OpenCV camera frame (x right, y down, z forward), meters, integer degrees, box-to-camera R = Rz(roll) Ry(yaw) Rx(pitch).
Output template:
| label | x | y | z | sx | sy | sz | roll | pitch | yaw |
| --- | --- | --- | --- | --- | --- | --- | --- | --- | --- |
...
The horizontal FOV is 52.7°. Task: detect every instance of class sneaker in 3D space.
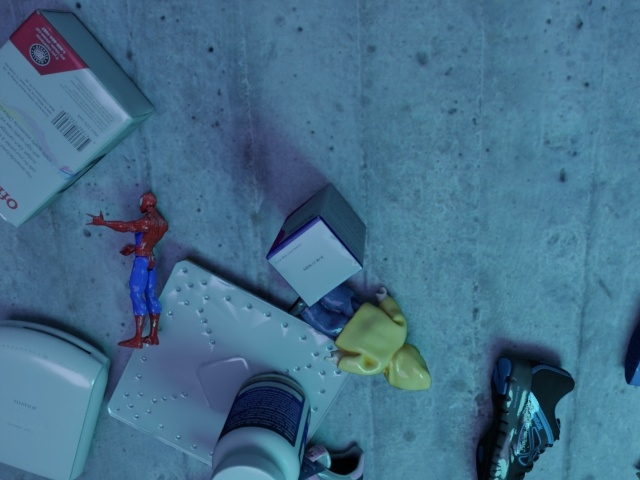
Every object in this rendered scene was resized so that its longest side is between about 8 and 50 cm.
| label | x | y | z | sx | sy | sz | roll | pitch | yaw |
| --- | --- | --- | --- | --- | --- | --- | --- | --- | --- |
| sneaker | 0.384 | 0.385 | 1.226 | 0.140 | 0.125 | 0.340 | 7 | 111 | -1 |
| sneaker | -0.050 | 0.455 | 1.255 | 0.319 | 0.112 | 0.131 | 10 | 102 | -37 |
| sneaker | 0.620 | 0.164 | 1.148 | 0.091 | 0.081 | 0.232 | 15 | 108 | 8 |

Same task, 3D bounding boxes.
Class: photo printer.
| label | x | y | z | sx | sy | sz | roll | pitch | yaw |
| --- | --- | --- | --- | --- | --- | --- | --- | --- | --- |
| photo printer | -0.572 | 0.316 | 1.309 | 0.256 | 0.107 | 0.307 | 20 | 109 | -1 |

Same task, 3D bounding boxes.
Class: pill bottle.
| label | x | y | z | sx | sy | sz | roll | pitch | yaw |
| --- | --- | --- | --- | --- | --- | --- | --- | --- | --- |
| pill bottle | -0.105 | 0.364 | 1.140 | 0.153 | 0.264 | 0.153 | 2 | 108 | 5 |

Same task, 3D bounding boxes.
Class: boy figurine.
| label | x | y | z | sx | sy | sz | roll | pitch | yaw |
| --- | --- | --- | --- | --- | --- | --- | --- | --- | --- |
| boy figurine | 0.088 | 0.168 | 1.179 | 0.285 | 0.092 | 0.177 | 36 | 67 | -2 |

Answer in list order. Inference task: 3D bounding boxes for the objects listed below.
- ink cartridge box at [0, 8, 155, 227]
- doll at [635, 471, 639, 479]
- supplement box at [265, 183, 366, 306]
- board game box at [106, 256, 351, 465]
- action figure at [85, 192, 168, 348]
| label | x | y | z | sx | sy | sz | roll | pitch | yaw |
| --- | --- | --- | --- | --- | --- | --- | --- | --- | --- |
| ink cartridge box | -0.479 | -0.208 | 1.111 | 0.306 | 0.131 | 0.226 | -36 | 102 | 17 |
| doll | 0.703 | 0.409 | 1.241 | 0.129 | 0.046 | 0.189 | 31 | 107 | -16 |
| supplement box | 0.000 | 0.000 | 1.085 | 0.111 | 0.220 | 0.114 | -37 | 102 | 16 |
| board game box | -0.177 | 0.274 | 1.284 | 0.390 | 0.050 | 0.389 | 28 | 109 | -4 |
| action figure | -0.357 | 0.048 | 1.192 | 0.139 | 0.091 | 0.280 | 7 | 90 | 17 |
